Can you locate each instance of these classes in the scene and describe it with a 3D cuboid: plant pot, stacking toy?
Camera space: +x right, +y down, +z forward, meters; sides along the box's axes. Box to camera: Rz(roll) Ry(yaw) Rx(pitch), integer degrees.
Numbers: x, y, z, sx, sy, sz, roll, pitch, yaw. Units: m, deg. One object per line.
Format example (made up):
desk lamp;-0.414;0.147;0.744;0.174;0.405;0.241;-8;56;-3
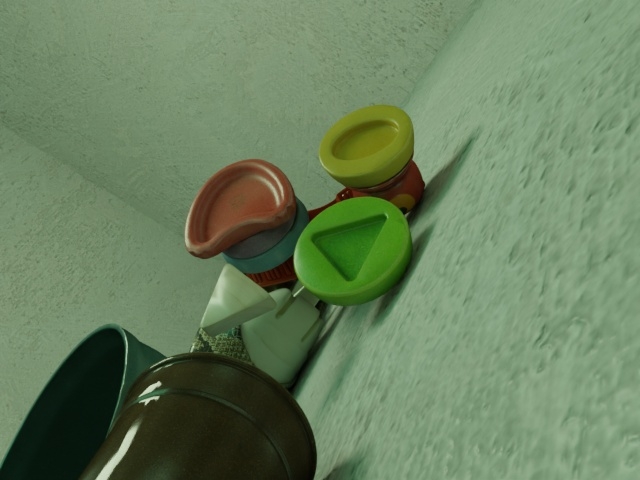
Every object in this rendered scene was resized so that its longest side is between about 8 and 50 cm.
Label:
plant pot;-0.100;0.189;0.427;0.167;0.167;0.165;-56;1;22
stacking toy;-0.005;0.001;0.770;0.309;0.130;0.279;-18;47;15
plant pot;-0.205;0.263;0.661;0.293;0.196;0.293;-37;33;30

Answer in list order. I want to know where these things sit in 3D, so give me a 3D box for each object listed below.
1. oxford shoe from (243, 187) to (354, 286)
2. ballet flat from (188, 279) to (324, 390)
oxford shoe;0.000;0.000;0.912;0.272;0.096;0.098;-25;-16;3
ballet flat;-0.059;0.107;0.959;0.182;0.164;0.483;-34;12;24
